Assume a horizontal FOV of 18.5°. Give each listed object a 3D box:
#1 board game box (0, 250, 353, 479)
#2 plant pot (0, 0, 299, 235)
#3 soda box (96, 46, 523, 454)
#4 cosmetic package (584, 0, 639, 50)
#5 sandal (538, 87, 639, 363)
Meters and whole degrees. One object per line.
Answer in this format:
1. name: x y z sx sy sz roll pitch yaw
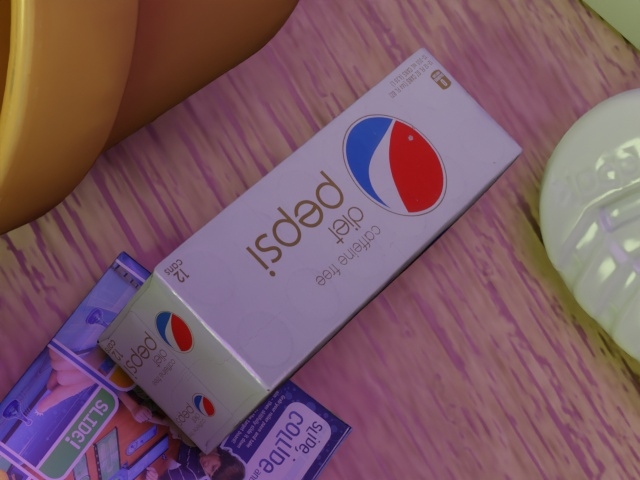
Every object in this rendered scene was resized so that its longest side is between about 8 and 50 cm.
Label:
1. board game box: -0.095 0.122 0.862 0.136 0.035 0.201 38 62 -2
2. plant pot: -0.137 -0.152 0.835 0.203 0.291 0.291 -21 78 -42
3. soda box: 0.000 0.000 0.899 0.074 0.069 0.216 46 49 3
4. cosmetic package: 0.181 -0.235 1.013 0.365 0.197 0.155 43 62 -1
5. sandal: 0.281 0.085 0.970 0.416 0.169 0.102 53 22 5
